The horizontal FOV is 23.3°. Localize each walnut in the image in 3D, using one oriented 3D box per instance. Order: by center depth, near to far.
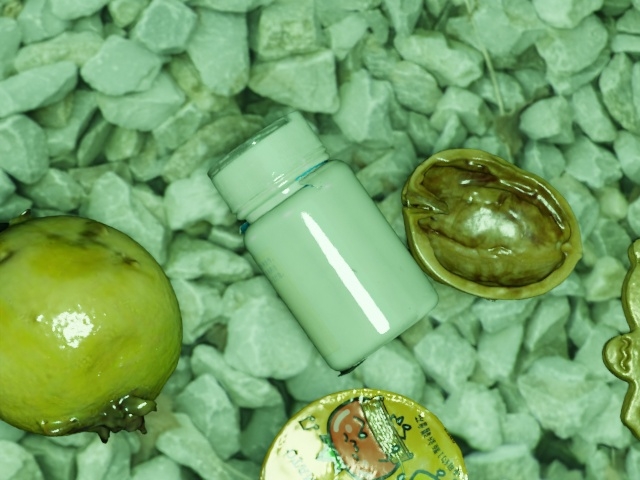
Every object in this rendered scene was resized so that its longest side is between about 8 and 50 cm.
[{"bbox_3d":[0.176,-0.005,1.707,0.211,0.087,0.167,21,66,-9],"label":"walnut"}]

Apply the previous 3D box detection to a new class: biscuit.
[{"bbox_3d":[0.412,0.111,1.762,0.184,0.035,0.249,7,80,-9],"label":"biscuit"}]

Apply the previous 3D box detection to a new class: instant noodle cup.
[{"bbox_3d":[0.031,0.263,1.599,0.215,0.172,0.216,1,82,-10],"label":"instant noodle cup"}]

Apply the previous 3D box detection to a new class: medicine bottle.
[{"bbox_3d":[0.000,0.000,1.647,0.143,0.143,0.258,-36,90,-13],"label":"medicine bottle"}]

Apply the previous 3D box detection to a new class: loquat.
[{"bbox_3d":[-0.250,0.094,1.542,0.243,0.244,0.244,1,82,-10],"label":"loquat"}]

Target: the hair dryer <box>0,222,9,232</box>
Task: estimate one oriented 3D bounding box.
[{"bbox_3d":[-0.368,0.010,1.625,0.219,0.071,0.124,-4,84,-20],"label":"hair dryer"}]
